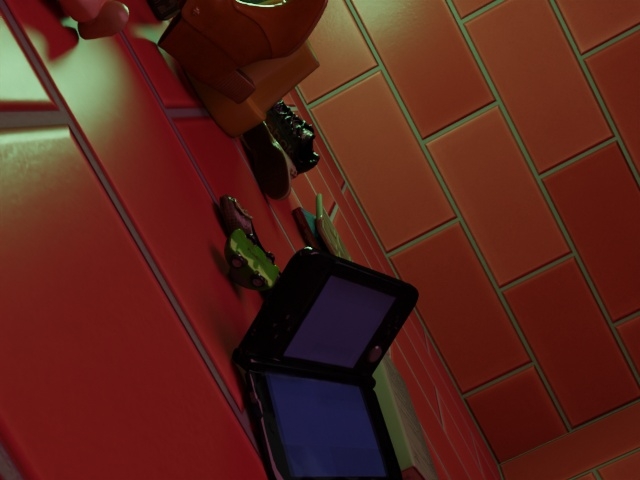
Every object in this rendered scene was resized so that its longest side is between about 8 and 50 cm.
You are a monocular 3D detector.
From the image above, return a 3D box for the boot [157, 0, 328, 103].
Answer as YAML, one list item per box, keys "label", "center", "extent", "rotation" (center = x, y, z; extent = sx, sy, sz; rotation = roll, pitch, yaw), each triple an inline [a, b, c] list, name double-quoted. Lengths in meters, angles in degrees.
- label: "boot"
  center: [-0.143, -0.415, 1.416]
  extent: [0.211, 0.295, 0.104]
  rotation: [38, 10, -33]

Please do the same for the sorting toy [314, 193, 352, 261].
- label: "sorting toy"
  center: [0.032, 0.031, 1.873]
  extent: [0.307, 0.041, 0.229]
  rotation: [-92, 158, -70]

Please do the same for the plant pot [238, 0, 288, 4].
- label: "plant pot"
  center: [-0.192, -0.621, 1.952]
  extent: [0.235, 0.293, 0.293]
  rotation: [46, 11, -9]

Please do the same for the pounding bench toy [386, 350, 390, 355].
- label: "pounding bench toy"
  center: [0.106, 0.253, 1.631]
  extent: [0.052, 0.083, 0.065]
  rotation: [64, 8, 7]

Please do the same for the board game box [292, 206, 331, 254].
- label: "board game box"
  center: [0.000, 0.000, 1.976]
  extent: [0.145, 0.027, 0.281]
  rotation: [63, 8, 11]

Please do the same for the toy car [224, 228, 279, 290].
- label: "toy car"
  center: [-0.070, 0.076, 1.146]
  extent: [0.225, 0.053, 0.239]
  rotation: [47, 35, -19]

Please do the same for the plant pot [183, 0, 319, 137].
- label: "plant pot"
  center: [-0.142, -0.381, 1.610]
  extent: [0.254, 0.239, 0.254]
  rotation: [61, 9, -16]

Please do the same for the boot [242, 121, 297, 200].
- label: "boot"
  center: [-0.098, -0.157, 1.735]
  extent: [0.213, 0.077, 0.165]
  rotation: [66, 7, 27]

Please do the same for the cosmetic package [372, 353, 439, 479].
- label: "cosmetic package"
  center: [0.106, 0.328, 1.308]
  extent: [0.160, 0.113, 0.309]
  rotation: [57, 11, -32]

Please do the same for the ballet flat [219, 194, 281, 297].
- label: "ballet flat"
  center: [-0.089, 0.032, 1.245]
  extent: [0.250, 0.058, 0.084]
  rotation: [62, 8, -4]

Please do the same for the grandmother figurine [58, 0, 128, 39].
- label: "grandmother figurine"
  center: [-0.352, -0.394, 0.888]
  extent: [0.208, 0.104, 0.342]
  rotation: [57, 2, 31]

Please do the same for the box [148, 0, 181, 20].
- label: "box"
  center: [-0.261, -0.569, 1.497]
  extent: [0.183, 0.232, 0.059]
  rotation: [60, 11, -9]

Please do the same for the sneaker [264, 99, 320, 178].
- label: "sneaker"
  center: [-0.086, -0.278, 1.854]
  extent: [0.097, 0.135, 0.276]
  rotation: [-47, 121, -42]

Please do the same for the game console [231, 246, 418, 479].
- label: "game console"
  center: [0.045, 0.178, 1.010]
  extent: [0.173, 0.250, 0.293]
  rotation: [37, 10, 38]
